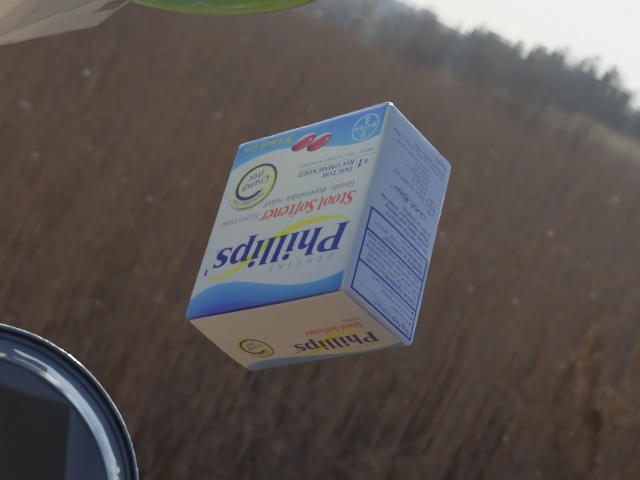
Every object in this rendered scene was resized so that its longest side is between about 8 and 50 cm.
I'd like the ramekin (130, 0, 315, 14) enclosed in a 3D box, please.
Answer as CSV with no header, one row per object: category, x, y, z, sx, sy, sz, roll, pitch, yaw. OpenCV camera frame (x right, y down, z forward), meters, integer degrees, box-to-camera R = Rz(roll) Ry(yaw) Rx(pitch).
ramekin,-0.115,-0.360,1.710,0.303,0.148,0.303,2,-14,0

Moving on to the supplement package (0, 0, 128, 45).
supplement package,-0.339,-0.386,1.885,0.198,0.263,0.199,-18,-3,-38

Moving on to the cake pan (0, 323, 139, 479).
cake pan,-0.296,0.212,1.329,0.293,0.293,0.054,26,-1,-5

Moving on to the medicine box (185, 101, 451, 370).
medicine box,0.000,0.000,2.099,0.263,0.289,0.149,-13,-42,37
